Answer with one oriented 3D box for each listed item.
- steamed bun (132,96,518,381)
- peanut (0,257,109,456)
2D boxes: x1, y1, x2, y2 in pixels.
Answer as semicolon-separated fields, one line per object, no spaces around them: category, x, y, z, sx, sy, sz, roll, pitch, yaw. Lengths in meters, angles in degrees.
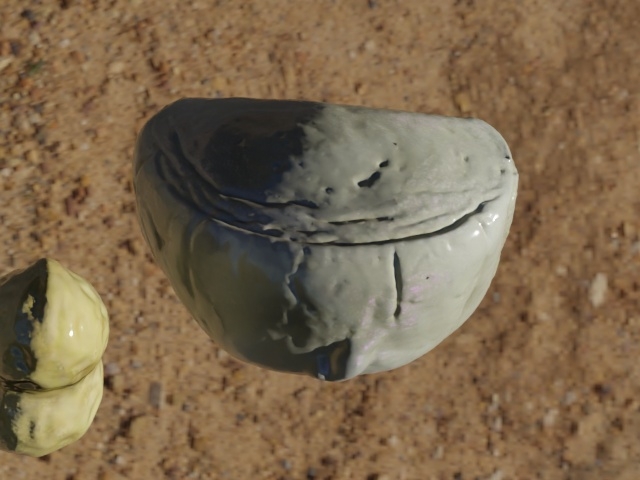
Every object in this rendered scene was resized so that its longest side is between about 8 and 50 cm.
steamed bun;-0.004;0.003;1.370;0.383;0.247;0.236;5;50;2
peanut;-0.262;0.120;1.280;0.147;0.319;0.147;7;66;-15
